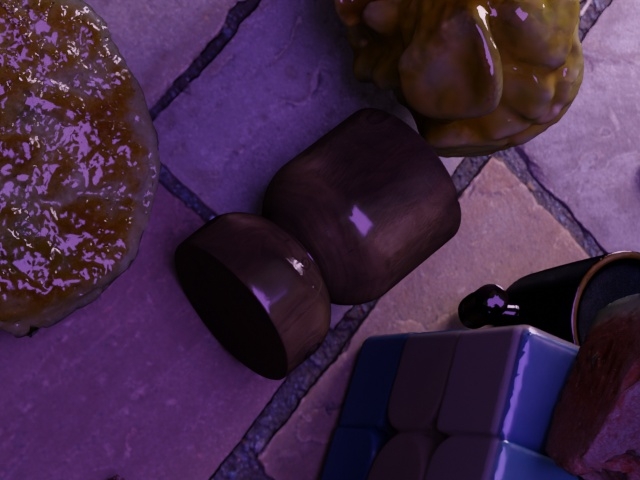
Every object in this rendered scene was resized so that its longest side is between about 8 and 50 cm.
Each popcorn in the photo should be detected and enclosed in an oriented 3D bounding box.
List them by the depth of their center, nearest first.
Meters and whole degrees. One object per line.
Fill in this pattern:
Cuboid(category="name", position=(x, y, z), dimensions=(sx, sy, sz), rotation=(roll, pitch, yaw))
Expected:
Cuboid(category="popcorn", position=(0.163, -0.265, 1.501), dimensions=(0.293, 0.292, 0.334), rotation=(-29, 88, -43))

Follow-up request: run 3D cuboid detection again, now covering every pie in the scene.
Cuboid(category="pie", position=(-0.299, -0.077, 1.384), dimensions=(0.296, 0.078, 0.371), rotation=(33, 65, -22))

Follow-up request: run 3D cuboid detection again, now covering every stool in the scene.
Cuboid(category="stool", position=(0.000, 0.000, 1.483), dimensions=(0.264, 0.179, 0.179), rotation=(-39, 102, -24))

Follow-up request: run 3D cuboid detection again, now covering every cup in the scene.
Cuboid(category="cup", position=(0.282, 0.078, 1.613), dimensions=(0.239, 0.177, 0.166), rotation=(39, 71, -18))

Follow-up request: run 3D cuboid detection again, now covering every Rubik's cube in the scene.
Cuboid(category="Rubik's cube", position=(0.213, 0.304, 1.466), dimensions=(0.347, 0.347, 0.344), rotation=(22, 75, -23))

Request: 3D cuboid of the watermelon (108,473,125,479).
Cuboid(category="watermelon", position=(-0.241, 0.333, 1.412), dimensions=(0.098, 0.121, 0.158), rotation=(53, 21, -28))

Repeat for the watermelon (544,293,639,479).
Cuboid(category="watermelon", position=(0.324, 0.189, 1.290), dimensions=(0.226, 0.148, 0.318), rotation=(-23, 109, -9))
